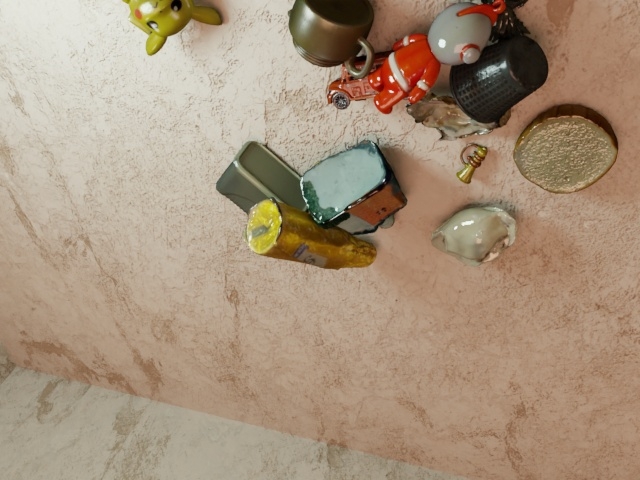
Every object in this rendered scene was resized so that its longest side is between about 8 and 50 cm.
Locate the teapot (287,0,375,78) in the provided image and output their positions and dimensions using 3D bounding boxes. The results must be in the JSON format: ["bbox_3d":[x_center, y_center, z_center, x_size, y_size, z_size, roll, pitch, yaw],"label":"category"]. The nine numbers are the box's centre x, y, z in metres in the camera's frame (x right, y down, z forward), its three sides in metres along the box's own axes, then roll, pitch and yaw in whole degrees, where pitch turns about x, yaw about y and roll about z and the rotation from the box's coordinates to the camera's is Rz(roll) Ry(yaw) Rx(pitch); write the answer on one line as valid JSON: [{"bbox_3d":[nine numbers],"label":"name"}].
[{"bbox_3d":[0.022,-0.477,1.502,0.267,0.186,0.175,47,144,15],"label":"teapot"}]

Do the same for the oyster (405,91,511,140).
[{"bbox_3d":[0.328,-0.312,1.557,0.214,0.083,0.223,-3,165,35],"label":"oyster"}]

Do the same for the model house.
[{"bbox_3d":[0.124,-0.115,1.820,0.253,0.184,0.291,-32,146,17],"label":"model house"}]

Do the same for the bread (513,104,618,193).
[{"bbox_3d":[0.591,-0.219,1.559,0.236,0.070,0.236,12,132,14],"label":"bread"}]

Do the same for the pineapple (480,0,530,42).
[{"bbox_3d":[0.391,-0.530,1.360,0.125,0.125,0.251,7,142,19],"label":"pineapple"}]

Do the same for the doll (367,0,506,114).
[{"bbox_3d":[0.251,-0.410,1.396,0.336,0.199,0.105,-33,137,28],"label":"doll"}]

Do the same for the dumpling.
[{"bbox_3d":[0.430,-0.010,1.775,0.250,0.132,0.162,-20,115,36],"label":"dumpling"}]

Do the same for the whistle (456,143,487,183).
[{"bbox_3d":[0.396,-0.209,1.689,0.046,0.057,0.109,-4,135,-33],"label":"whistle"}]

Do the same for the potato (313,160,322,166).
[{"bbox_3d":[0.019,-0.202,1.855,0.083,0.040,0.051,14,128,11],"label":"potato"}]

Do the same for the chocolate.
[{"bbox_3d":[0.000,0.000,1.851,0.445,0.162,0.162,15,148,-42],"label":"chocolate"}]

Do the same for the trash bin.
[{"bbox_3d":[0.397,-0.363,1.406,0.175,0.175,0.161,42,156,-14],"label":"trash bin"}]

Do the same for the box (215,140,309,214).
[{"bbox_3d":[-0.168,-0.152,1.933,0.274,0.138,0.178,41,142,-14],"label":"box"}]

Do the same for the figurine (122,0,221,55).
[{"bbox_3d":[-0.429,-0.620,1.596,0.218,0.169,0.326,-30,108,15],"label":"figurine"}]

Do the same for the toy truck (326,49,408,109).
[{"bbox_3d":[0.135,-0.402,1.578,0.253,0.107,0.114,-3,119,23],"label":"toy truck"}]
